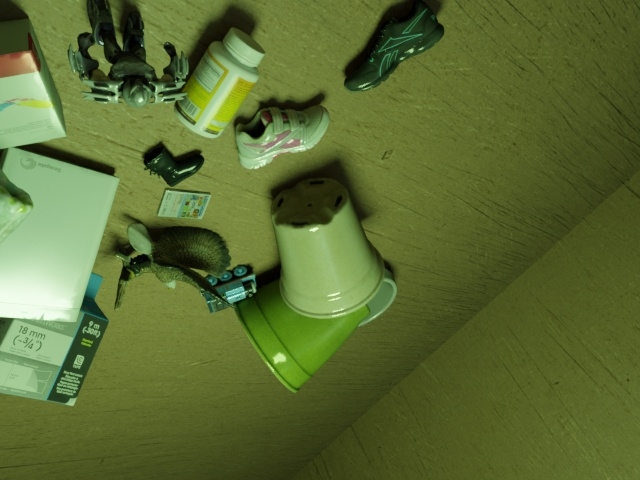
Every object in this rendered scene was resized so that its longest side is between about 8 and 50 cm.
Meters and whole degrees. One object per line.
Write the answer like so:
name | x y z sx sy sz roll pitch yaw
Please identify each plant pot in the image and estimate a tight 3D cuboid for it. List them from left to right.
plant pot | -0.040 0.242 1.667 0.353 0.366 0.366 -36 143 -2
plant pot | 0.000 0.000 1.459 0.333 0.334 0.306 -24 131 -7

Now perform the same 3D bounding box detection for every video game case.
video game case | -0.359 -0.095 1.327 0.122 0.011 0.087 3 132 -36

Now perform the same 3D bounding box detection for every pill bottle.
pill bottle | -0.210 -0.332 1.061 0.117 0.117 0.215 17 124 -44

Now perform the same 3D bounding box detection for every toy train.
toy train | -0.286 0.152 1.584 0.184 0.105 0.080 -18 142 -14

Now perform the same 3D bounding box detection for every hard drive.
hard drive | -0.603 -0.003 1.095 0.233 0.047 0.353 16 92 -45

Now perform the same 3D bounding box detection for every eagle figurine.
eagle figurine | -0.381 0.072 1.350 0.298 0.227 0.225 -1 174 -10

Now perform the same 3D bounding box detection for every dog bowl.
dog bowl | 0.140 0.214 1.939 0.348 0.102 0.349 -18 142 -14

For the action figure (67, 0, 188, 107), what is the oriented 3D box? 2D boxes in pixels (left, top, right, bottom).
action figure | -0.333 -0.315 0.860 0.185 0.285 0.099 1 133 -35

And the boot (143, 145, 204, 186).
boot | -0.351 -0.188 1.200 0.121 0.045 0.099 -33 140 7

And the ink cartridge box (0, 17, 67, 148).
ink cartridge box | -0.549 -0.275 0.895 0.127 0.128 0.176 -17 141 -16

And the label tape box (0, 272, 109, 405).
label tape box | -0.663 0.210 1.233 0.105 0.334 0.240 5 158 32

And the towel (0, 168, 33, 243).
towel | -0.741 -0.086 0.865 0.320 0.090 0.374 -40 102 14

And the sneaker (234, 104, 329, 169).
sneaker | -0.096 -0.270 1.220 0.252 0.103 0.111 -27 145 -4

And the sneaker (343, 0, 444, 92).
sneaker | 0.158 -0.458 1.197 0.267 0.101 0.106 -35 121 9
